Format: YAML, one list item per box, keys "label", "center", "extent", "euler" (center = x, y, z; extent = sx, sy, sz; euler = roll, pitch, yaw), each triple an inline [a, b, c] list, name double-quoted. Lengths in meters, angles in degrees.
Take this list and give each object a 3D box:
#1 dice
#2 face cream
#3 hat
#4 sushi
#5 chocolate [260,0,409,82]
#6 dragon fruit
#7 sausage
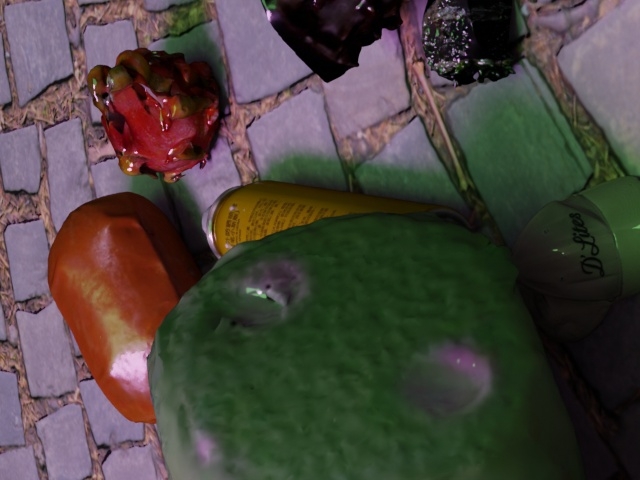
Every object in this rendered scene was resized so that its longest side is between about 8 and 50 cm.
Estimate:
- label: "dice"
  center: [0.042, 0.186, 1.619]
  extent: [0.322, 0.318, 0.330]
  euler: [74, 179, -47]
- label: "face cream"
  center: [0.000, 0.000, 1.883]
  extent: [0.348, 0.105, 0.105]
  euler: [9, 108, 50]
- label: "hat"
  center: [0.226, 0.020, 1.629]
  extent: [0.166, 0.081, 0.122]
  euler: [-22, 85, 43]
- label: "sushi"
  center: [0.128, -0.179, 1.702]
  extent: [0.083, 0.056, 0.085]
  euler: [-1, 99, 52]
- label: "chocolate"
  center: [0.046, -0.278, 1.698]
  extent: [0.177, 0.206, 0.224]
  euler: [-19, 101, 24]
- label: "dragon fruit"
  center: [-0.180, -0.143, 2.049]
  extent: [0.133, 0.208, 0.150]
  euler: [36, 85, 25]
- label: "sausage"
  center: [-0.200, 0.076, 2.121]
  extent: [0.141, 0.153, 0.268]
  euler: [-31, 72, 18]
